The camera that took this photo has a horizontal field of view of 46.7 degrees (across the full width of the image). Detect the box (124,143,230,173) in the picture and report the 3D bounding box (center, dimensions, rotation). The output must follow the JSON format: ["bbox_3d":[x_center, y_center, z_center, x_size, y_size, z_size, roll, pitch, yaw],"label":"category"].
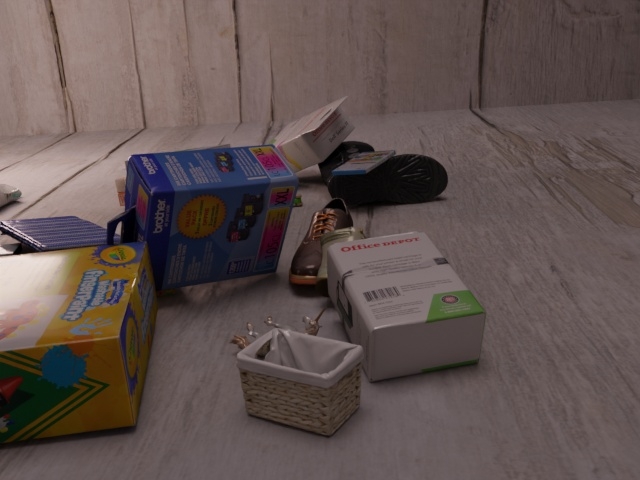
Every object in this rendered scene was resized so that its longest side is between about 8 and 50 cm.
[{"bbox_3d":[-0.415,-0.242,2.224,0.232,0.059,0.322,-7,8,9],"label":"box"}]

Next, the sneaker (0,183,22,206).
[{"bbox_3d":[-1.050,-0.153,2.476,0.094,0.080,0.212,3,15,-17],"label":"sneaker"}]

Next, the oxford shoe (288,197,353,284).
[{"bbox_3d":[0.000,0.000,1.701,0.129,0.133,0.364,0,19,10],"label":"oxford shoe"}]

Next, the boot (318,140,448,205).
[{"bbox_3d":[0.179,-0.227,2.375,0.366,0.146,0.445,-3,14,-4],"label":"boot"}]

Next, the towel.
[{"bbox_3d":[-0.704,-0.013,2.014,0.243,0.040,0.336,-8,18,-41],"label":"towel"}]

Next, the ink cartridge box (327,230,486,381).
[{"bbox_3d":[0.140,0.106,1.307,0.198,0.115,0.273,-8,31,-12],"label":"ink cartridge box"}]

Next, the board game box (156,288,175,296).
[{"bbox_3d":[-0.420,0.078,1.712,0.124,0.039,0.259,-9,16,-19],"label":"board game box"}]

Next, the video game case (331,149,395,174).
[{"bbox_3d":[0.126,-0.225,2.144,0.119,0.015,0.166,1,25,39],"label":"video game case"}]

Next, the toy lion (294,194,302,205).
[{"bbox_3d":[-0.118,-0.115,2.243,0.100,0.034,0.096,-18,16,-38],"label":"toy lion"}]

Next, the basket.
[{"bbox_3d":[-0.029,0.211,1.119,0.167,0.103,0.113,8,21,30],"label":"basket"}]

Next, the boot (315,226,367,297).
[{"bbox_3d":[0.100,0.046,1.536,0.213,0.077,0.165,3,41,1],"label":"boot"}]

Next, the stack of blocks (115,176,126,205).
[{"bbox_3d":[-0.470,-0.172,2.300,0.297,0.087,0.171,-2,12,35],"label":"stack of blocks"}]

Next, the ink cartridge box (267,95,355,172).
[{"bbox_3d":[-0.031,-0.337,2.467,0.353,0.119,0.207,-15,29,53],"label":"ink cartridge box"}]

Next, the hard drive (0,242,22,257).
[{"bbox_3d":[-0.862,0.036,1.938,0.135,0.022,0.094,-6,19,-7],"label":"hard drive"}]

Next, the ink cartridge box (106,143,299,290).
[{"bbox_3d":[-0.271,-0.045,1.584,0.395,0.270,0.151,-7,41,-29],"label":"ink cartridge box"}]

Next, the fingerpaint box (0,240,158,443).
[{"bbox_3d":[-0.486,0.161,1.264,0.370,0.163,0.445,-7,19,-6],"label":"fingerpaint box"}]

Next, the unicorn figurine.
[{"bbox_3d":[-0.074,0.170,1.342,0.162,0.060,0.111,-34,32,-27],"label":"unicorn figurine"}]
